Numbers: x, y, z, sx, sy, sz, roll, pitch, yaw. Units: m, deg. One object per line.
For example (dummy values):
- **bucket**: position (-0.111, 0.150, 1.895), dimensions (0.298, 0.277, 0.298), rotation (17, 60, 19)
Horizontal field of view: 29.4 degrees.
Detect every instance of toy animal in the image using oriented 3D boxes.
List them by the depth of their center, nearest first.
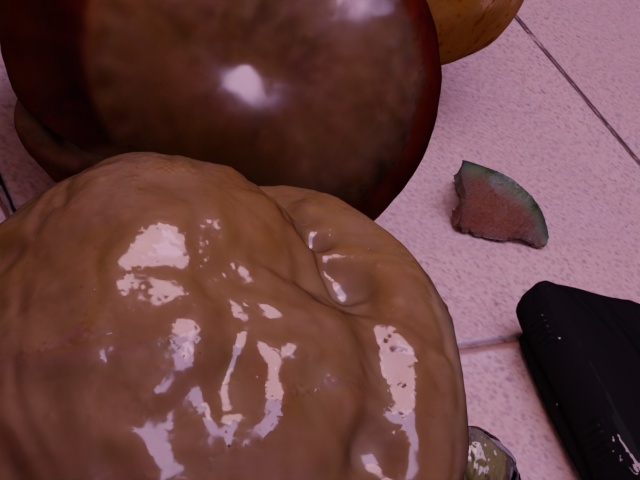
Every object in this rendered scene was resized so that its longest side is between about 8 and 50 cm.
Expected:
- **toy animal**: position (0.134, 0.223, 1.058), dimensions (0.098, 0.098, 0.137), rotation (-15, 80, -46)

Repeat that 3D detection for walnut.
- **walnut**: position (-0.088, 0.123, 0.788), dimensions (0.384, 0.383, 0.383), rotation (21, 38, -17)

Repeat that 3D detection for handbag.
- **handbag**: position (0.336, 0.171, 1.271), dimensions (0.244, 0.088, 0.275), rotation (11, 38, -32)

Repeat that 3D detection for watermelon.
- **watermelon**: position (0.207, -0.041, 1.456), dimensions (0.155, 0.080, 0.101), rotation (16, 4, -19)

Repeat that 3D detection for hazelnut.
- **hazelnut**: position (-0.097, -0.155, 1.123), dimensions (0.409, 0.359, 0.359), rotation (28, 36, -5)

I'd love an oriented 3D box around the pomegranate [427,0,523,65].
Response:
- **pomegranate**: position (0.091, -0.402, 1.470), dimensions (0.410, 0.410, 0.410), rotation (21, 38, -17)
